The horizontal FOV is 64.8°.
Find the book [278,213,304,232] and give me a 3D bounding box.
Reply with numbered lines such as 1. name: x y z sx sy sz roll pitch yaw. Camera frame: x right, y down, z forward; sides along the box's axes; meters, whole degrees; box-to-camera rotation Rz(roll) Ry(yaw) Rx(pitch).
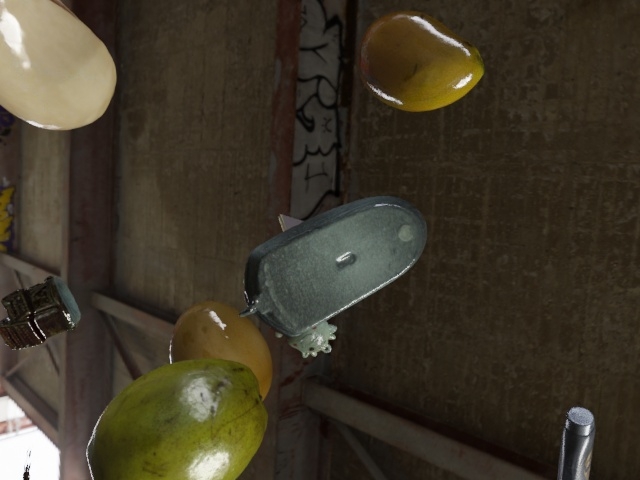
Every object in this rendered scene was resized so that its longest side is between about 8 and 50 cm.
1. book: 0.000 0.000 1.115 0.014 0.182 0.127 -62 -153 24

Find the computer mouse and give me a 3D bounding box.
1. computer mouse: 0.012 0.027 0.568 0.113 0.229 0.068 65 -7 -8

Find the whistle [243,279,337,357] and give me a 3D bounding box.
1. whistle: -0.065 0.161 1.097 0.253 0.101 0.106 46 -23 -12

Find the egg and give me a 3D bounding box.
1. egg: -0.259 0.310 1.312 0.250 0.250 0.322 -9 -75 43

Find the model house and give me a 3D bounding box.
1. model house: -0.615 0.155 1.085 0.106 0.152 0.165 41 -32 50

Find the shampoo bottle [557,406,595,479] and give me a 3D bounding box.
1. shampoo bottle: 0.468 0.403 0.927 0.049 0.087 0.233 14 -53 38

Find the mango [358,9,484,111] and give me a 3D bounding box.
1. mango: 0.214 -0.397 1.136 0.317 0.173 0.211 40 -84 41

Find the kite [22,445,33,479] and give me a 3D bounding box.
1. kite: -0.337 0.377 0.566 0.152 0.015 0.285 -61 -143 30

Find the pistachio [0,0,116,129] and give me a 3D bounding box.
1. pistachio: -0.416 -0.280 0.722 0.188 0.299 0.187 -3 -111 8

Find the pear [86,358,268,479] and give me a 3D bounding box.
1. pear: -0.242 0.342 0.888 0.253 0.307 0.252 162 -90 -76
